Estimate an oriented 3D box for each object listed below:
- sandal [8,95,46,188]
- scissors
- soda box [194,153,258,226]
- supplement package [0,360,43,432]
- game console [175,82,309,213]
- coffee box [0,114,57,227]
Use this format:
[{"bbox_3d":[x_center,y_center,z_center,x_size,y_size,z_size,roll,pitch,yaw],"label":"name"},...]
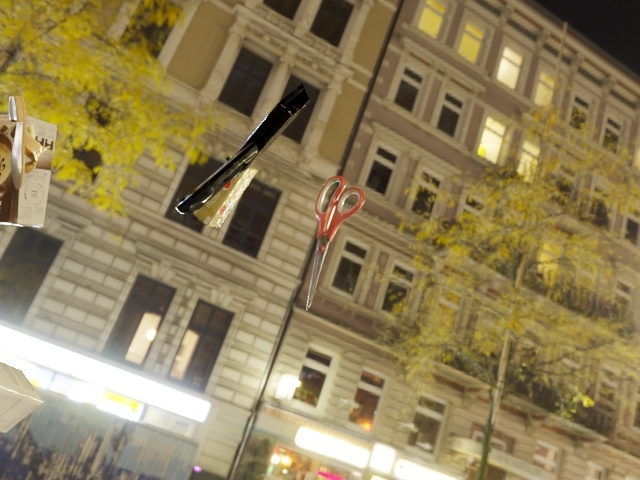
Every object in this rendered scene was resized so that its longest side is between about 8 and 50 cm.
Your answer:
[{"bbox_3d":[-0.752,-0.252,1.582,0.079,0.239,0.088,-9,20,-42],"label":"sandal"},{"bbox_3d":[0.000,0.000,1.325,0.109,0.296,0.021,24,-4,28],"label":"scissors"},{"bbox_3d":[-0.235,-0.121,1.501,0.058,0.181,0.061,42,16,16],"label":"soda box"},{"bbox_3d":[-0.907,0.423,1.680,0.134,0.139,0.244,46,-15,20],"label":"supplement package"},{"bbox_3d":[-0.148,-0.169,1.177,0.044,0.361,0.213,43,-49,-7],"label":"game console"},{"bbox_3d":[-0.857,-0.192,1.699,0.168,0.296,0.119,5,-3,23],"label":"coffee box"}]
